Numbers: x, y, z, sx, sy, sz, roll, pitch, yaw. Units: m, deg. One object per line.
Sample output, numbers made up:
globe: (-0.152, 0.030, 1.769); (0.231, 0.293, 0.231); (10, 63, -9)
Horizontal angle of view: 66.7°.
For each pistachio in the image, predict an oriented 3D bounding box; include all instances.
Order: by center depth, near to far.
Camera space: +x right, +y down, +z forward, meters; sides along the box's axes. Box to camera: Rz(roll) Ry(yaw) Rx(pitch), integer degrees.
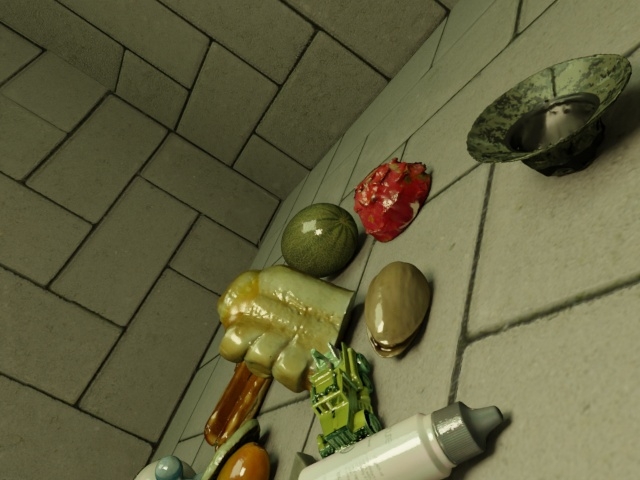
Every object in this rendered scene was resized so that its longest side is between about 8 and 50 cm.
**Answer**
pistachio: (0.155, 0.138, 1.000); (0.129, 0.131, 0.206); (68, -149, -48)

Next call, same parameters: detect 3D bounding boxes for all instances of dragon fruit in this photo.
dragon fruit: (0.206, -0.120, 1.372); (0.261, 0.163, 0.189); (-56, 41, 8)

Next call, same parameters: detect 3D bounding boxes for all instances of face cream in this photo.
face cream: (0.113, 0.308, 0.687); (0.311, 0.092, 0.092); (-34, 21, 19)

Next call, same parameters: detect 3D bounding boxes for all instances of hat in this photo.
hat: (0.396, -0.183, 0.817); (0.265, 0.128, 0.265); (-37, 27, 23)

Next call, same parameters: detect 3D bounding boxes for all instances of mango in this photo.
mango: (-0.207, 0.618, 1.203); (0.253, 0.113, 0.138); (-59, 26, 13)

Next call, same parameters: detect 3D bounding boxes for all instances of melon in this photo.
melon: (0.000, 0.000, 1.610); (0.302, 0.237, 0.237); (-39, 23, 54)

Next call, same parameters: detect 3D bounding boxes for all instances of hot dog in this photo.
hot dog: (-0.263, 0.532, 1.578); (0.100, 0.135, 0.337); (82, -152, -47)

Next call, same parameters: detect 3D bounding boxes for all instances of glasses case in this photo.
glasses case: (-0.017, 0.475, 0.941); (0.205, 0.047, 0.070); (151, 138, -73)

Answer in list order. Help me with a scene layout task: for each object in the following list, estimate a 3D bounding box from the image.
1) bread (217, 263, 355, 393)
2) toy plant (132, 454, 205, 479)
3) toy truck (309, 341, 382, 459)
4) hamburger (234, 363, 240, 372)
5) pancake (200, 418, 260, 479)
bread: (-0.106, 0.226, 1.287); (0.210, 0.341, 0.300); (100, -170, -60)
toy plant: (-0.420, 0.757, 1.441); (0.332, 0.247, 0.247); (-37, 24, 48)
toy truck: (0.026, 0.303, 0.965); (0.128, 0.135, 0.259); (-33, 24, 12)
hamburger: (-0.236, 0.416, 1.803); (0.231, 0.107, 0.231); (-50, 19, 25)
pancake: (-0.243, 0.592, 1.322); (0.253, 0.037, 0.253); (-51, -20, -28)
